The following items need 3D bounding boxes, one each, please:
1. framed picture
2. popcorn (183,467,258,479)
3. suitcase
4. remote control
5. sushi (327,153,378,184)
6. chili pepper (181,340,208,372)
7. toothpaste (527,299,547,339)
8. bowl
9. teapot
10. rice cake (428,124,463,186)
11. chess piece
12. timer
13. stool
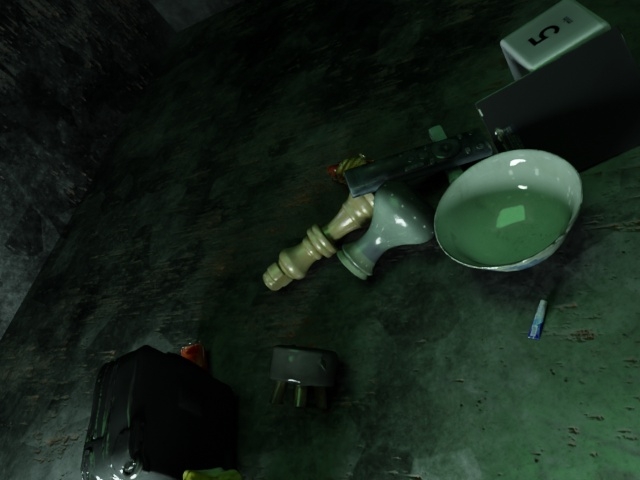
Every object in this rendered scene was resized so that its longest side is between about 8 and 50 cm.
[{"bbox_3d":[0.564,-0.285,1.291,0.339,0.255,0.014,-27,1,19],"label":"framed picture"},{"bbox_3d":[-0.190,0.613,1.082,0.312,0.312,0.312,-22,45,24],"label":"popcorn"},{"bbox_3d":[-0.353,0.433,1.307,0.188,0.345,0.339,-27,45,24],"label":"suitcase"},{"bbox_3d":[0.252,-0.204,1.487,0.378,0.044,0.107,-17,50,3],"label":"remote control"},{"bbox_3d":[0.114,-0.203,1.669,0.226,0.103,0.097,16,94,43],"label":"sushi"},{"bbox_3d":[-0.356,0.352,1.597,0.123,0.073,0.070,-107,28,-49],"label":"chili pepper"},{"bbox_3d":[0.443,0.161,1.150,0.024,0.015,0.083,7,67,41],"label":"toothpaste"},{"bbox_3d":[0.420,-0.035,1.233,0.313,0.146,0.313,-22,43,23],"label":"bowl"},{"bbox_3d":[0.164,-0.020,1.423,0.251,0.183,0.183,-47,39,15],"label":"teapot"},{"bbox_3d":[0.344,-0.229,1.540,0.045,0.042,0.245,-17,45,10],"label":"rice cake"},{"bbox_3d":[0.000,0.000,1.576,0.397,0.117,0.117,-39,41,8],"label":"chess piece"},{"bbox_3d":[0.594,-0.443,1.402,0.195,0.192,0.194,-31,42,14],"label":"timer"},{"bbox_3d":[-0.044,0.317,1.333,0.153,0.228,0.139,8,78,-4],"label":"stool"}]
